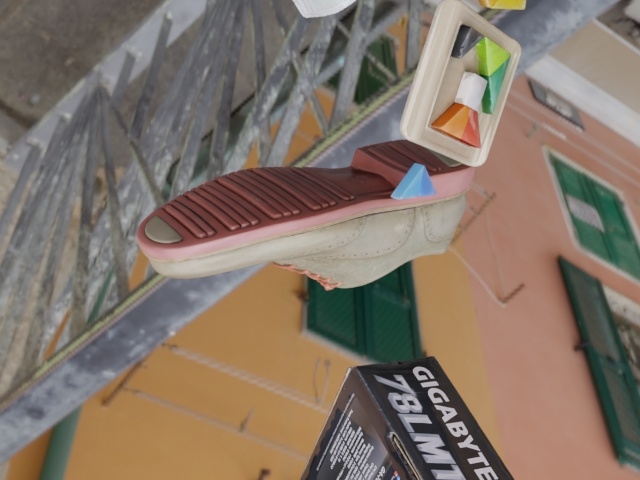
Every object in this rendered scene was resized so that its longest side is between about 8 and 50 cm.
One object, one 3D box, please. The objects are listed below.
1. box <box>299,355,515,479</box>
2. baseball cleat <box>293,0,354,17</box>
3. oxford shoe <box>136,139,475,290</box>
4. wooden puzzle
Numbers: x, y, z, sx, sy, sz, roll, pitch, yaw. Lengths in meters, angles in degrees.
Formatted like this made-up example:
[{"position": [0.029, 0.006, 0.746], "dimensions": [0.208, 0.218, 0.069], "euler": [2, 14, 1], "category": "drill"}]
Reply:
[{"position": [0.060, 0.277, 0.607], "dimensions": [0.073, 0.293, 0.296], "euler": [-3, 131, -30], "category": "box"}, {"position": [-0.005, -0.197, 0.563], "dimensions": [0.109, 0.206, 0.072], "euler": [43, 83, 5], "category": "baseball cleat"}, {"position": [0.000, 0.000, 0.918], "dimensions": [0.348, 0.123, 0.130], "euler": [-12, 121, -27], "category": "oxford shoe"}, {"position": [0.070, -0.074, 0.470], "dimensions": [0.078, 0.014, 0.116], "euler": [2, 105, -51], "category": "wooden puzzle"}]
